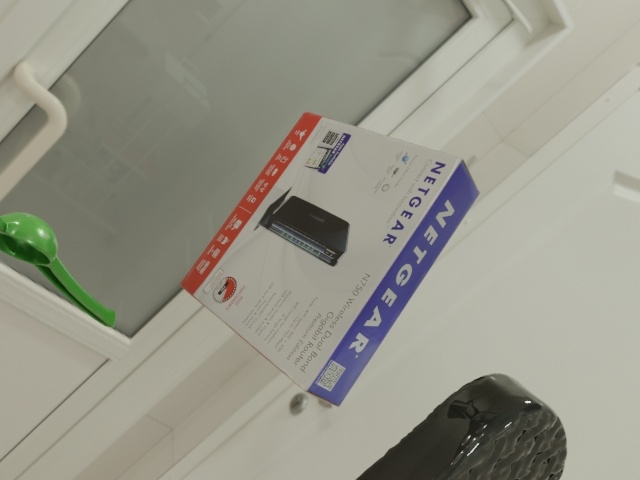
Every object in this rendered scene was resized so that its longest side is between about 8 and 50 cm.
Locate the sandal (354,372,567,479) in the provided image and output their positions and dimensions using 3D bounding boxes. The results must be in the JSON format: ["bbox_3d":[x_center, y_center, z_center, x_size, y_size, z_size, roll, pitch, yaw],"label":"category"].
[{"bbox_3d":[-0.025,0.247,0.348,0.107,0.446,0.167,34,-26,54],"label":"sandal"}]

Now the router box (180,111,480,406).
[{"bbox_3d":[0.000,0.000,0.729,0.301,0.335,0.082,27,-11,42],"label":"router box"}]

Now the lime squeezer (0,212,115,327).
[{"bbox_3d":[-0.270,0.029,0.402,0.059,0.110,0.310,22,6,17],"label":"lime squeezer"}]
